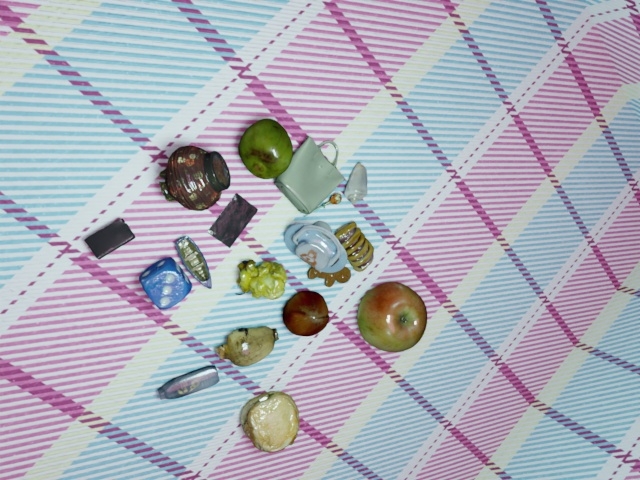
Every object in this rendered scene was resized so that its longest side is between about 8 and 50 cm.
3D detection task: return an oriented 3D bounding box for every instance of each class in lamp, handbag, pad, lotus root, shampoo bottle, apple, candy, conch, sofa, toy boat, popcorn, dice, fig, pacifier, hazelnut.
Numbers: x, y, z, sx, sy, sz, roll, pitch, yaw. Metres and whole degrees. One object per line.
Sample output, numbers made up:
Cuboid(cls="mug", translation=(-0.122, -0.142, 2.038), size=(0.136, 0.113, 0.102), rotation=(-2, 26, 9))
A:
Cuboid(cls="lamp", translation=(-0.444, -0.217, 1.681), size=(0.247, 0.247, 0.247), rotation=(-5, 103, -24))
Cuboid(cls="handbag", translation=(-0.020, -0.276, 1.927), size=(0.315, 0.109, 0.241), rotation=(-49, 117, -12))
Cuboid(cls="pad", translation=(-0.341, -0.077, 1.874), size=(0.116, 0.004, 0.193), rotation=(39, 83, -27))
Cuboid(cls="lotus root", translation=(-0.286, 0.418, 1.931), size=(0.257, 0.140, 0.154), rotation=(-18, 115, -27))
Cuboid(cls="shampoo bottle", translation=(-0.521, 0.566, 1.902), size=(0.234, 0.049, 0.087), rotation=(-15, 105, -21))
Cuboid(cls="apple", translation=(0.323, 0.341, 2.118), size=(0.319, 0.277, 0.319), rotation=(-4, 101, -23))
Cuboid(cls="candy", translation=(0.010, -0.143, 2.003), size=(0.185, 0.049, 0.055), rotation=(-30, 156, -10))
Cuboid(cls="conch", translation=(0.155, -0.237, 2.041), size=(0.104, 0.094, 0.176), rotation=(9, 70, -13))
Cuboid(cls="sofa", translation=(-0.736, -0.007, 1.684), size=(0.147, 0.060, 0.085), rotation=(-35, 96, -15))
Cuboid(cls="toy boat", translation=(-0.474, 0.086, 1.824), size=(0.080, 0.046, 0.229), rotation=(-33, 113, -16))
Cuboid(cls="popcorn", translation=(-0.231, 0.161, 1.890), size=(0.195, 0.168, 0.173), rotation=(1, 138, -15))
Cuboid(cls="dice", translation=(-0.563, 0.154, 1.745), size=(0.146, 0.143, 0.146), rotation=(-36, 114, -10))
Cuboid(cls="fig", translation=(-0.193, -0.351, 1.792), size=(0.203, 0.203, 0.225), rotation=(32, 54, -27))
Cuboid(cls="pacifier", translation=(0.000, 0.000, 1.964), size=(0.279, 0.227, 0.207), rotation=(36, 41, -10))
Cuboid(cls="hazelnut", translation=(-0.052, 0.305, 1.978), size=(0.208, 0.208, 0.208), rotation=(-5, 103, -24))

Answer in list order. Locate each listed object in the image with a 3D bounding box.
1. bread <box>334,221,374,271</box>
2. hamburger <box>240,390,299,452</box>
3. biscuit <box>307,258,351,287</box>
Cuboid(cls="bread", translation=(0.152, 0.026, 2.081), size=(0.134, 0.081, 0.225), rotation=(-45, 115, -11))
Cuboid(cls="hamburger", translation=(-0.198, 0.765, 2.046), size=(0.286, 0.146, 0.243), rotation=(27, 83, -21))
Cuboid(cls="biscuit", translation=(0.042, 0.133, 2.079), size=(0.205, 0.031, 0.138), rotation=(16, 88, -25))
